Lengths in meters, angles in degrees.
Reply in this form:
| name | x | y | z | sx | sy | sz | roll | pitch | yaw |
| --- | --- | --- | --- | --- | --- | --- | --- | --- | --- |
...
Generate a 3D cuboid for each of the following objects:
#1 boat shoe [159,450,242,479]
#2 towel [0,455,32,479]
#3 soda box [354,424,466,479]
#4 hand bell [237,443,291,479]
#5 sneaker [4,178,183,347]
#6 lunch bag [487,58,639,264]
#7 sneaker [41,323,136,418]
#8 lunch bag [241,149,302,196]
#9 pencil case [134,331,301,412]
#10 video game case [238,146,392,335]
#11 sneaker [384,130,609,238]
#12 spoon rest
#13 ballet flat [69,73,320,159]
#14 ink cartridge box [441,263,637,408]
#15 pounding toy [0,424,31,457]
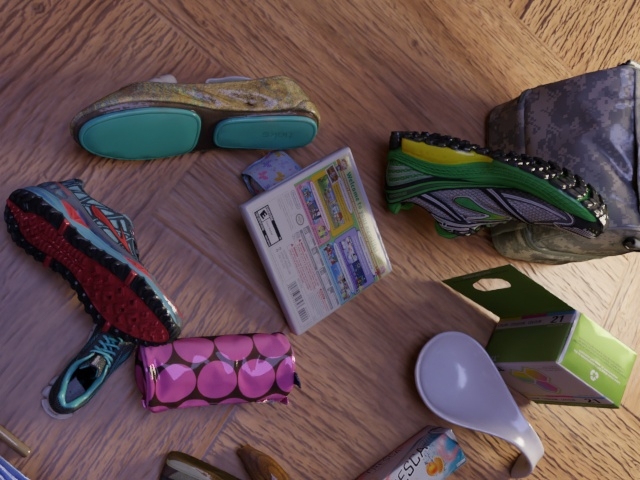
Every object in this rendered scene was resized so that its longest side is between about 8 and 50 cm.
| name | x | y | z | sx | sy | sz | roll | pitch | yaw |
| --- | --- | --- | --- | --- | --- | --- | --- | --- | --- |
| boat shoe | -0.135 | 0.324 | 0.885 | 0.152 | 0.056 | 0.049 | 27 | 87 | 8 |
| towel | -0.426 | 0.340 | 0.666 | 0.336 | 0.040 | 0.243 | -42 | 115 | -11 |
| soda box | 0.121 | 0.342 | 1.000 | 0.183 | 0.063 | 0.058 | -28 | 94 | -27 |
| hand bell | -0.019 | 0.361 | 0.909 | 0.242 | 0.126 | 0.126 | 41 | 64 | 13 |
| sneaker | -0.255 | 0.014 | 0.859 | 0.262 | 0.104 | 0.125 | 46 | 32 | -1 |
| lunch bag | 0.430 | -0.112 | 1.131 | 0.213 | 0.256 | 0.304 | 10 | 76 | -23 |
| sneaker | -0.272 | 0.148 | 0.852 | 0.065 | 0.076 | 0.166 | 38 | 66 | -14 |
| lunch bag | -0.064 | -0.087 | 1.010 | 0.071 | 0.053 | 0.083 | -39 | 76 | -26 |
| pencil case | -0.136 | 0.174 | 0.905 | 0.210 | 0.095 | 0.098 | 1 | 96 | -23 |
| video game case | 0.000 | 0.000 | 1.001 | 0.193 | 0.023 | 0.212 | -32 | 114 | -27 |
| sneaker | 0.257 | -0.065 | 1.040 | 0.134 | 0.344 | 0.146 | -18 | 122 | -56 |
| spoon rest | 0.253 | 0.258 | 1.069 | 0.276 | 0.084 | 0.137 | 47 | 64 | -10 |
| ballet flat | -0.170 | -0.181 | 0.959 | 0.349 | 0.123 | 0.123 | -6 | 82 | -25 |
| ink cartridge box | 0.314 | 0.152 | 1.061 | 0.255 | 0.189 | 0.097 | 33 | 69 | -14 |
| pounding toy | -0.413 | 0.253 | 0.755 | 0.181 | 0.094 | 0.205 | -1 | 80 | -25 |
